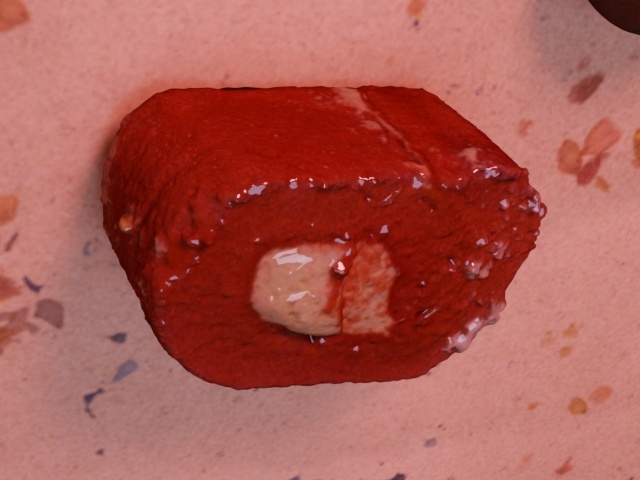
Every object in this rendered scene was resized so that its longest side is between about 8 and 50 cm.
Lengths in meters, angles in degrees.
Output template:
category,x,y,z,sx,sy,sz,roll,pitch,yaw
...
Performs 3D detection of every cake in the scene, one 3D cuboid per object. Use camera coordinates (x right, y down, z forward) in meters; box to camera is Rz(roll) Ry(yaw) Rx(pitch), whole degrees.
category,x,y,z,sx,sy,sz,roll,pitch,yaw
cake,0.000,0.000,0.833,0.283,0.151,0.177,-5,123,-29

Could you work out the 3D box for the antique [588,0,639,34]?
category,x,y,z,sx,sy,sz,roll,pitch,yaw
antique,0.286,-0.194,0.851,0.256,0.121,0.143,4,129,-28
